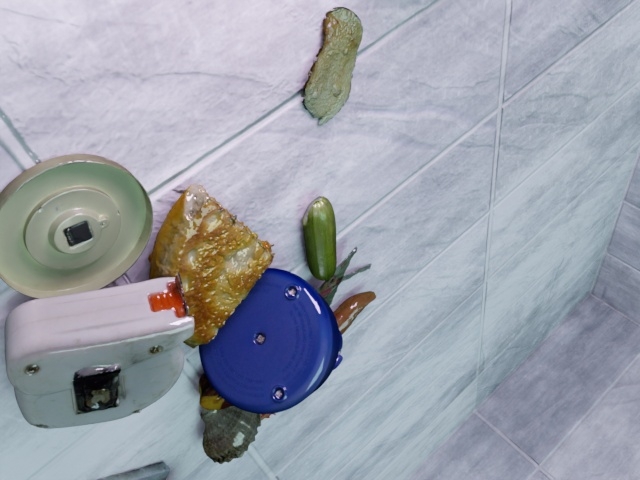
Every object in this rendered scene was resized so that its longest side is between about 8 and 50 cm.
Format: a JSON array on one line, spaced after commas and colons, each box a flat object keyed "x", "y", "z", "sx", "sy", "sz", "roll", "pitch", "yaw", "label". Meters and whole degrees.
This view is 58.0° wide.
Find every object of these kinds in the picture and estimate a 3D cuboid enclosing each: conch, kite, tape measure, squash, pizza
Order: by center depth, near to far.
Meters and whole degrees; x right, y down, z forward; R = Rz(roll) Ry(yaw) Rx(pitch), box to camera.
[{"x": -0.337, "y": 0.181, "z": 0.899, "sx": 0.258, "sy": 0.130, "sz": 0.265, "roll": -9, "pitch": 136, "yaw": -24, "label": "tape measure"}, {"x": -0.191, "y": 0.046, "z": 1.018, "sx": 0.226, "sy": 0.086, "sz": 0.336, "roll": -16, "pitch": 129, "yaw": -31, "label": "pizza"}, {"x": 0.000, "y": 0.000, "z": 1.222, "sx": 0.069, "sy": 0.069, "sz": 0.239, "roll": -32, "pitch": 142, "yaw": -25, "label": "squash"}, {"x": -0.215, "y": 0.434, "z": 1.361, "sx": 0.155, "sy": 0.130, "sz": 0.207, "roll": -40, "pitch": 122, "yaw": -35, "label": "conch"}, {"x": 0.053, "y": 0.095, "z": 1.392, "sx": 0.250, "sy": 0.012, "sz": 0.229, "roll": -26, "pitch": 149, "yaw": -46, "label": "kite"}]

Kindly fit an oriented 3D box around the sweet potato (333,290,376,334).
[{"x": 0.041, "y": 0.217, "z": 1.481, "sx": 0.255, "sy": 0.058, "sz": 0.078, "roll": -47, "pitch": 166, "yaw": 2, "label": "sweet potato"}]

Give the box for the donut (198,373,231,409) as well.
[{"x": -0.200, "y": 0.316, "z": 1.262, "sx": 0.140, "sy": 0.059, "sz": 0.140, "roll": -14, "pitch": 140, "yaw": -12, "label": "donut"}]

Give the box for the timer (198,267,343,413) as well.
[{"x": -0.056, "y": 0.215, "z": 1.238, "sx": 0.270, "sy": 0.270, "sz": 0.383, "roll": -52, "pitch": 159, "yaw": 3, "label": "timer"}]

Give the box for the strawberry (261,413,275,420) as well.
[{"x": -0.124, "y": 0.411, "z": 1.463, "sx": 0.152, "sy": 0.048, "sz": 0.104, "roll": -39, "pitch": 161, "yaw": -6, "label": "strawberry"}]

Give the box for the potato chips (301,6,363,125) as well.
[{"x": 0.017, "y": -0.294, "z": 1.007, "sx": 0.142, "sy": 0.026, "sz": 0.209, "roll": -36, "pitch": 145, "yaw": -26, "label": "potato chips"}]

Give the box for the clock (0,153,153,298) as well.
[{"x": -0.355, "y": -0.014, "z": 0.837, "sx": 0.235, "sy": 0.029, "sz": 0.235, "roll": -30, "pitch": 140, "yaw": -28, "label": "clock"}]

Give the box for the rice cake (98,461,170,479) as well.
[{"x": -0.425, "y": 0.529, "z": 1.257, "sx": 0.211, "sy": 0.034, "sz": 0.043, "roll": 6, "pitch": 116, "yaw": -51, "label": "rice cake"}]
